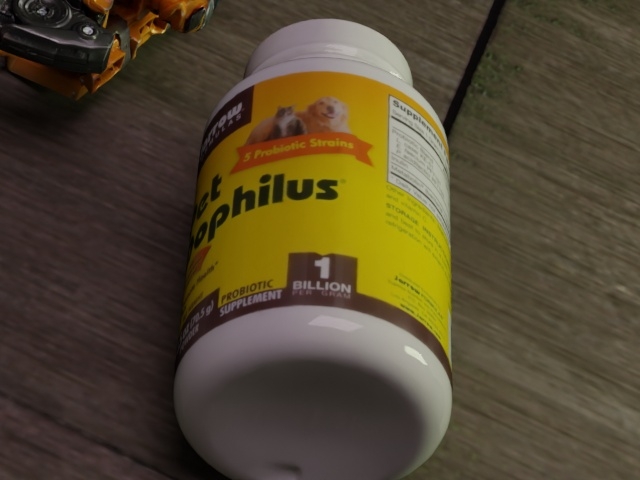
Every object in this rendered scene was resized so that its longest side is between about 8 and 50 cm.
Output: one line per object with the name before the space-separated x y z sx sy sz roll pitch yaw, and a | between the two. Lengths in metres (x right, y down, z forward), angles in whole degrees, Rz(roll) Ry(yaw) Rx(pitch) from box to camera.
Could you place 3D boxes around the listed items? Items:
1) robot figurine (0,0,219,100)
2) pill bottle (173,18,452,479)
robot figurine | -0.179 -0.177 0.977 0.291 0.085 0.211 33 45 10
pill bottle | 0.000 0.000 0.859 0.117 0.117 0.215 13 45 -10
